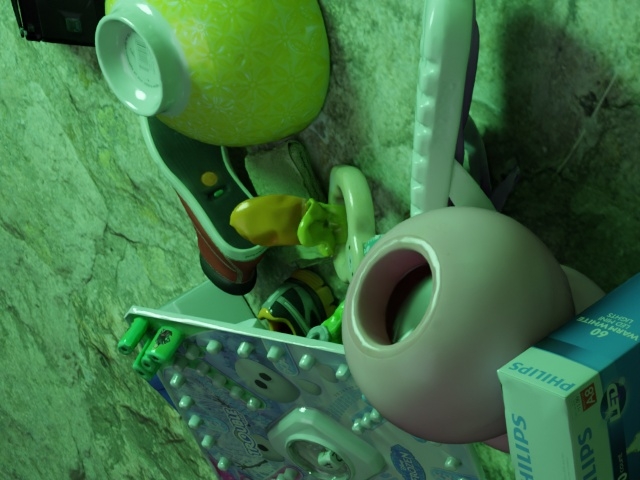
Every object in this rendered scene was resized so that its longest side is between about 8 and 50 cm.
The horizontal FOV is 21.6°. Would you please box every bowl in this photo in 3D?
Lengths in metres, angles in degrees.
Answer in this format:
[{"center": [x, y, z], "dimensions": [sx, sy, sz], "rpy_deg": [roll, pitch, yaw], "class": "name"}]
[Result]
[{"center": [-0.143, -0.213, 1.785], "dimensions": [0.289, 0.156, 0.289], "rpy_deg": [32, 138, 35], "class": "bowl"}]

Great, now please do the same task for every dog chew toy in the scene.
[{"center": [0.177, 0.099, 1.498], "dimensions": [0.207, 0.332, 0.206], "rpy_deg": [-25, 53, 39], "class": "dog chew toy"}]

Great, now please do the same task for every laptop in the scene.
[{"center": [-0.316, -0.369, 2.023], "dimensions": [0.264, 0.136, 0.234], "rpy_deg": [7, 126, 20], "class": "laptop"}]

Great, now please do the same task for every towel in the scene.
[{"center": [-0.027, -0.039, 1.884], "dimensions": [0.110, 0.027, 0.148], "rpy_deg": [-13, 105, 57], "class": "towel"}]

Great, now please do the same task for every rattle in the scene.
[{"center": [0.000, 0.000, 1.725], "dimensions": [0.199, 0.143, 0.130], "rpy_deg": [-106, 33, -55], "class": "rattle"}]

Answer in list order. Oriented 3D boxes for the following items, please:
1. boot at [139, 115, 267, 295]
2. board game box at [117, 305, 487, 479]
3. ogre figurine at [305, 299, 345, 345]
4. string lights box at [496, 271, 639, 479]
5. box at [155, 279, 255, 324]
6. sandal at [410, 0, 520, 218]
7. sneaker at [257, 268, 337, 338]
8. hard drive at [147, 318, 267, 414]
[{"center": [-0.144, -0.055, 1.984], "dimensions": [0.244, 0.088, 0.176], "rpy_deg": [60, 163, 16], "class": "boot"}, {"center": [-0.001, 0.242, 1.854], "dimensions": [0.390, 0.050, 0.390], "rpy_deg": [9, 142, 30], "class": "board game box"}, {"center": [0.034, 0.136, 1.856], "dimensions": [0.097, 0.118, 0.197], "rpy_deg": [47, 146, 23], "class": "ogre figurine"}, {"center": [0.266, 0.112, 1.399], "dimensions": [0.077, 0.260, 0.133], "rpy_deg": [19, 130, 45], "class": "string lights box"}, {"center": [-0.135, 0.143, 2.110], "dimensions": [0.170, 0.091, 0.130], "rpy_deg": [60, 147, -2], "class": "box"}, {"center": [0.137, -0.059, 1.573], "dimensions": [0.102, 0.169, 0.416], "rpy_deg": [3, 135, 4], "class": "sandal"}, {"center": [-0.014, 0.142, 1.958], "dimensions": [0.084, 0.083, 0.215], "rpy_deg": [1, 118, 51], "class": "sneaker"}, {"center": [-0.043, 0.234, 1.983], "dimensions": [0.210, 0.040, 0.318], "rpy_deg": [-21, 118, 46], "class": "hard drive"}]
